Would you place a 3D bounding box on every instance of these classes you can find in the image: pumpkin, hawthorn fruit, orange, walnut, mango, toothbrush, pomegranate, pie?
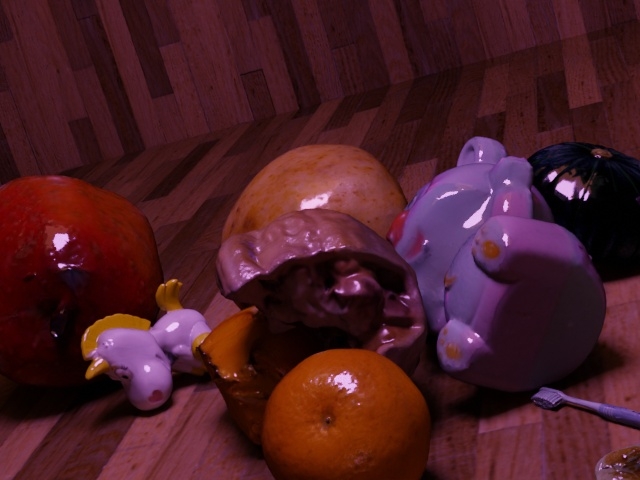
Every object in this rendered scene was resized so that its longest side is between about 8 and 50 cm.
[{"bbox_3d":[0.333,-0.047,1.509,0.194,0.150,0.194,3,1,0],"label":"pumpkin"},{"bbox_3d":[-0.348,0.066,1.630,0.284,0.285,0.369,-18,20,-3],"label":"hawthorn fruit"},{"bbox_3d":[0.026,0.178,1.126,0.158,0.159,0.136,-12,-24,16],"label":"orange"},{"bbox_3d":[0.018,0.044,1.272,0.141,0.238,0.204,-52,1,19],"label":"walnut"},{"bbox_3d":[-0.054,0.136,1.369,0.153,0.126,0.252,-19,14,4],"label":"mango"},{"bbox_3d":[0.275,0.161,1.136,0.019,0.016,0.219,-28,19,-29],"label":"toothbrush"},{"bbox_3d":[0.000,0.000,1.564,0.260,0.261,0.260,-16,16,5],"label":"pomegranate"},{"bbox_3d":[0.269,0.193,1.034,0.085,0.017,0.085,-16,15,4],"label":"pie"}]

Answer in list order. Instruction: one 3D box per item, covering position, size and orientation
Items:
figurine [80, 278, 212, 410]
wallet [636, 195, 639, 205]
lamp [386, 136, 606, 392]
[{"bbox_3d":[-0.215,0.138,1.523,0.178,0.130,0.109,-31,5,-34],"label":"figurine"},{"bbox_3d":[0.459,-0.034,1.436,0.165,0.111,0.030,-24,-7,-19],"label":"wallet"},{"bbox_3d":[0.206,0.034,1.348,0.247,0.247,0.301,10,16,-18],"label":"lamp"}]
